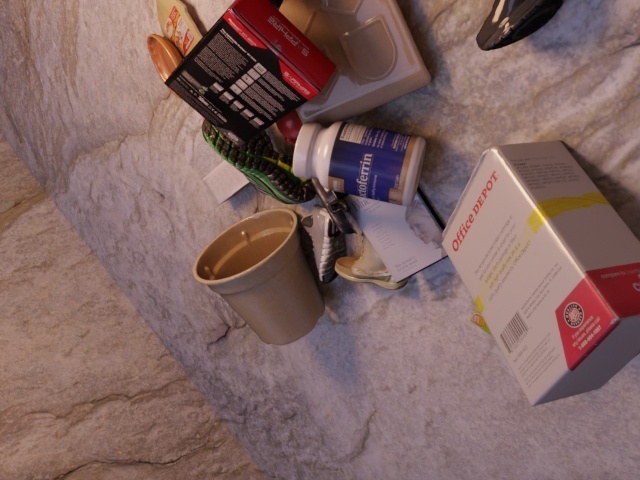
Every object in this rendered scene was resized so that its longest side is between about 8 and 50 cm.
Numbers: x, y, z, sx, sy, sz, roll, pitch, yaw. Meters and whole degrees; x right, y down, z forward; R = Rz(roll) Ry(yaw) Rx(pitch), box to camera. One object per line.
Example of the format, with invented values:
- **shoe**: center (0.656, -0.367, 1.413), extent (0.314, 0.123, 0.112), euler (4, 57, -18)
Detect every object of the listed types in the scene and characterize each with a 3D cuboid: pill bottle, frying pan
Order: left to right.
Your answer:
- **frying pan**: center (0.046, -0.066, 1.578), extent (0.197, 0.053, 0.326), euler (59, -176, -30)
- **pill bottle**: center (0.083, -0.172, 1.421), extent (0.265, 0.153, 0.153), euler (13, 132, 11)

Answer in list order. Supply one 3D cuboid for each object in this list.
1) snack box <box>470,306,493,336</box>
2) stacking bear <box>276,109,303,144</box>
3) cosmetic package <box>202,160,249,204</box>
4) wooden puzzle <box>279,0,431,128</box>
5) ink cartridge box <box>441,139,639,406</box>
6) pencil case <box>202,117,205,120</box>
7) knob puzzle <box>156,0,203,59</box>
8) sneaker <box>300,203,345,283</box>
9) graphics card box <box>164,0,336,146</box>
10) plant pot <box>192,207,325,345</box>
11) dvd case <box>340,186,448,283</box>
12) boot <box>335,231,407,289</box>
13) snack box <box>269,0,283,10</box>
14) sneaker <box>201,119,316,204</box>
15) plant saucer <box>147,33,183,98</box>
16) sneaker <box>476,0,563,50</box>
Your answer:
- **snack box**: center (0.444, 0.166, 1.416), extent (0.207, 0.070, 0.174), euler (38, 142, 27)
- **stacking bear**: center (-0.103, -0.371, 1.565), extent (0.289, 0.175, 0.164), euler (58, 172, -23)
- **cosmetic package**: center (-0.265, -0.194, 1.981), extent (0.098, 0.060, 0.239), euler (57, 145, -5)
- **wooden puzzle**: center (0.032, -0.431, 1.371), extent (0.322, 0.080, 0.347), euler (-17, 111, 38)
- **ink cartridge box**: center (0.401, 0.048, 1.168), extent (0.279, 0.161, 0.384), euler (108, 147, -48)
- **pencil case**: center (-0.242, -0.354, 1.803), extent (0.209, 0.095, 0.098), euler (15, 113, 41)
- **knob puzzle**: center (-0.394, -0.600, 1.831), extent (0.213, 0.030, 0.213), euler (37, 144, 32)
- **sneaker**: center (0.000, 0.000, 1.815), extent (0.132, 0.086, 0.228), euler (33, 129, 37)
- **graphics card box**: center (-0.160, -0.349, 1.393), extent (0.233, 0.094, 0.371), euler (39, 151, -19)
- **plant pot**: center (-0.149, 0.125, 1.914), extent (0.334, 0.334, 0.305), euler (6, 133, 48)
- **dvd case**: center (0.183, -0.042, 1.545), extent (0.180, 0.022, 0.253), euler (-33, 91, 34)
- **boot**: center (0.119, 0.030, 1.688), extent (0.213, 0.077, 0.165), euler (13, 128, 37)
- **snack box**: center (-0.088, -0.637, 1.273), extent (0.187, 0.060, 0.321), euler (41, 114, 30)
- **sneaker**: center (-0.175, -0.199, 1.738), extent (0.344, 0.134, 0.146), euler (39, 153, -16)
- **plant saucer**: center (-0.437, -0.510, 1.918), extent (0.200, 0.037, 0.200), euler (46, 157, 26)
- **sneaker**: center (0.339, -0.427, 1.050), extent (0.130, 0.109, 0.286), euler (55, 137, 13)
